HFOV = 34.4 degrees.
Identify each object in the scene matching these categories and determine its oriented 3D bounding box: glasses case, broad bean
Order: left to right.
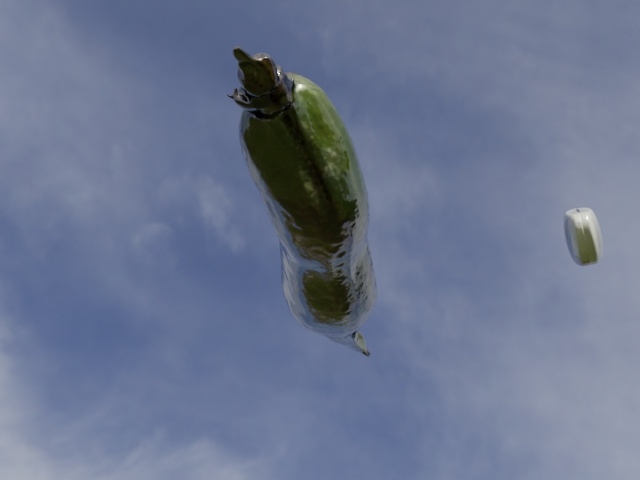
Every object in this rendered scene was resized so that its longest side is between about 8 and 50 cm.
[{"bbox_3d":[0.000,0.000,0.628,0.061,0.077,0.339,-31,-31,-13],"label":"broad bean"},{"bbox_3d":[0.312,-0.006,1.229,0.041,0.164,0.063,-12,-88,14],"label":"glasses case"}]
